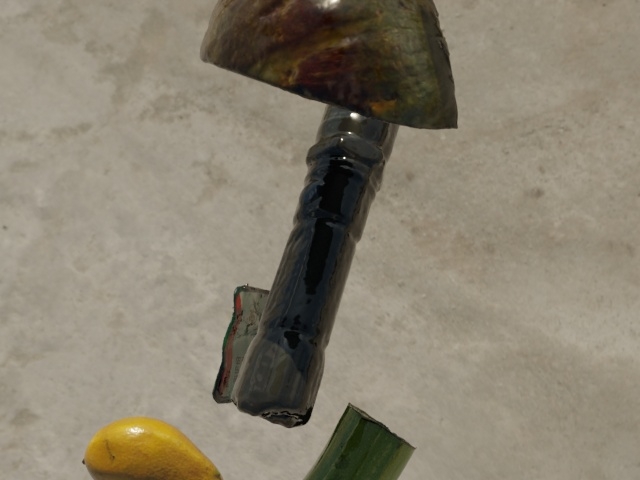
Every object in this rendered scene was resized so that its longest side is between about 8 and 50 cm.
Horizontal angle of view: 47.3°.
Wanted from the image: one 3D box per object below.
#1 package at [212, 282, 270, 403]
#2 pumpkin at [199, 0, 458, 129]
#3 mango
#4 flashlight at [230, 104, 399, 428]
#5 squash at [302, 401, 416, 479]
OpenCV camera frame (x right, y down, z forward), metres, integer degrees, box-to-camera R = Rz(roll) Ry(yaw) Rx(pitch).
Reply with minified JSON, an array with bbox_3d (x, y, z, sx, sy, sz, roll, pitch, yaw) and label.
[{"bbox_3d":[-0.075,0.150,1.071,0.040,0.232,0.166,9,87,24],"label":"package"},{"bbox_3d":[-0.009,-0.219,0.659,0.312,0.148,0.169,29,114,37],"label":"pumpkin"},{"bbox_3d":[-0.255,0.356,1.150,0.227,0.109,0.147,23,110,-9],"label":"mango"},{"bbox_3d":[0.000,0.000,0.810,0.103,0.103,0.424,7,62,22],"label":"flashlight"},{"bbox_3d":[0.020,0.282,0.803,0.095,0.095,0.188,28,78,29],"label":"squash"}]
